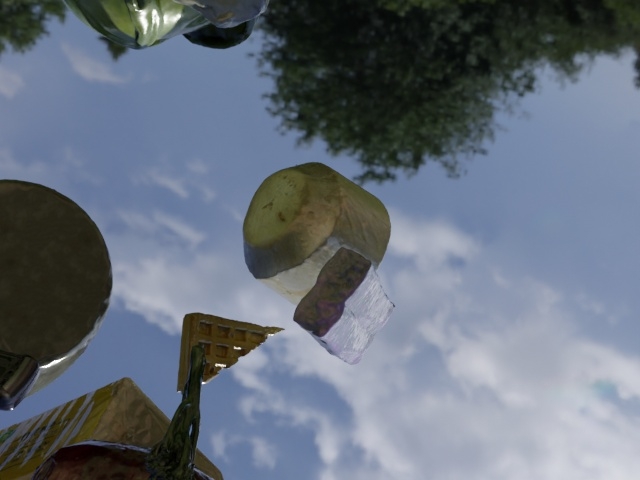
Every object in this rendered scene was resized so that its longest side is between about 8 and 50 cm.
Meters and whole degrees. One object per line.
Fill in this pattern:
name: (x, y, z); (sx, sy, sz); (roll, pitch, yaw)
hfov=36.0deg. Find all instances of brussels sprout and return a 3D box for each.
brussels sprout: (-0.201, -0.359, 1.220); (0.259, 0.227, 0.294); (-32, -99, -41)

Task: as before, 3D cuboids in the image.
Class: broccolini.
broccolini: (-0.142, 0.177, 0.953); (0.058, 0.074, 0.201); (35, -145, -34)

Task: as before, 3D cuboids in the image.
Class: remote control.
remote control: (-0.339, 0.097, 0.822); (0.212, 0.028, 0.059); (12, -140, 10)

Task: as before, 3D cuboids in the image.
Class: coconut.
coconut: (0.000, 0.000, 1.447); (0.222, 0.202, 0.202); (33, -177, -40)

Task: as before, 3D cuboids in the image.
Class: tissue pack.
tissue pack: (-0.412, 0.444, 1.735); (0.293, 0.382, 0.228); (52, -148, -21)

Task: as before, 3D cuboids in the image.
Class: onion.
onion: (-0.206, 0.318, 1.064); (0.247, 0.246, 0.190); (17, -116, 12)

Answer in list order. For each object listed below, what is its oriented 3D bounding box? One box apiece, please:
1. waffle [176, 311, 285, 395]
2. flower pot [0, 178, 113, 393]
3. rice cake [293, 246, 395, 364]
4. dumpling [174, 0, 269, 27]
waffle: (-0.123, 0.172, 1.413); (0.032, 0.125, 0.191); (-12, 159, 40)
flower pot: (-0.401, 0.064, 1.211); (0.294, 0.293, 0.330); (0, 170, -32)
rice cake: (0.033, 0.087, 1.186); (0.050, 0.106, 0.298); (34, 175, 15)
dumpling: (-0.103, -0.362, 1.036); (0.193, 0.258, 0.147); (20, -170, -2)
